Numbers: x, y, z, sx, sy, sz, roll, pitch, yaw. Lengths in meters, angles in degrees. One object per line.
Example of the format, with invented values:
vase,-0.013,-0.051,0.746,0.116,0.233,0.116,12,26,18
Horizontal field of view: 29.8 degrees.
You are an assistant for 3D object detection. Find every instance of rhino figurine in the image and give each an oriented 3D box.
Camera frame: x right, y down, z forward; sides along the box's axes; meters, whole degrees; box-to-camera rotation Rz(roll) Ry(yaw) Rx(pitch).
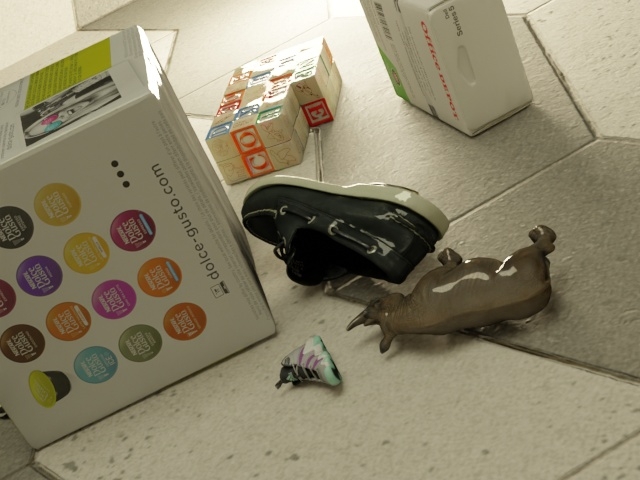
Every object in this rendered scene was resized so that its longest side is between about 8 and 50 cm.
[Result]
rhino figurine,0.136,0.060,1.275,0.243,0.073,0.106,-17,24,20

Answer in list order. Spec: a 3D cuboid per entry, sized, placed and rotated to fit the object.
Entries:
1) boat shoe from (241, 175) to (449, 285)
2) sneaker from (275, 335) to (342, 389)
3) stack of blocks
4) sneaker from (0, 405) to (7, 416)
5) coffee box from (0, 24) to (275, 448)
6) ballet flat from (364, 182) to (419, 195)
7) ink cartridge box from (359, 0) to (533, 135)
boat shoe,0.003,0.002,1.454,0.340,0.127,0.113,8,64,45
sneaker,-0.018,0.143,1.298,0.069,0.038,0.098,-28,16,-2
stack of blocks,-0.069,-0.215,1.956,0.171,0.087,0.297,-17,27,16
sneaker,-0.416,0.192,1.550,0.040,0.044,0.109,-32,28,-18
coffee box,-0.291,-0.017,1.492,0.334,0.338,0.338,-26,26,0
ballet flat,0.057,-0.047,1.592,0.173,0.057,0.049,-5,73,38
ink cartridge box,0.176,-0.289,1.750,0.114,0.198,0.273,-28,26,-9
